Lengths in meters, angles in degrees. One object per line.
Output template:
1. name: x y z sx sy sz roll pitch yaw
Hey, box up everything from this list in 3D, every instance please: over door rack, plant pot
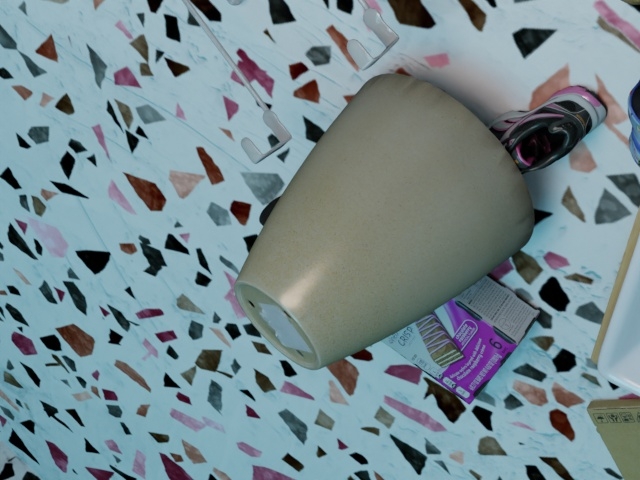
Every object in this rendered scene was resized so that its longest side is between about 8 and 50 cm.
1. over door rack: -0.053 -0.278 1.219 0.239 0.108 0.324 -37 77 50
2. plant pot: 0.047 0.003 1.231 0.256 0.274 0.256 38 156 20

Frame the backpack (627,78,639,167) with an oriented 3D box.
1. backpack: 0.351 -0.101 1.015 0.158 0.173 0.117 24 137 21

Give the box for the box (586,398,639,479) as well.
1. box: 0.445 0.259 1.383 0.201 0.021 0.164 -11 117 44

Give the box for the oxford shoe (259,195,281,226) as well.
1. oxford shoe: 0.000 0.000 1.449 0.076 0.076 0.212 50 171 -29

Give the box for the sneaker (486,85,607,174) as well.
1. sneaker: 0.214 -0.101 1.205 0.072 0.077 0.178 47 141 -4

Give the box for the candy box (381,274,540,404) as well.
1. candy box: 0.138 0.083 1.440 0.233 0.071 0.159 36 141 9

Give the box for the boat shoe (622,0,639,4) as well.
1. boat shoe: 0.251 -0.357 0.871 0.123 0.123 0.342 -1 110 50

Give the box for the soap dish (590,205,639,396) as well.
1. soap dish: 0.418 0.061 1.149 0.229 0.118 0.290 25 137 20
